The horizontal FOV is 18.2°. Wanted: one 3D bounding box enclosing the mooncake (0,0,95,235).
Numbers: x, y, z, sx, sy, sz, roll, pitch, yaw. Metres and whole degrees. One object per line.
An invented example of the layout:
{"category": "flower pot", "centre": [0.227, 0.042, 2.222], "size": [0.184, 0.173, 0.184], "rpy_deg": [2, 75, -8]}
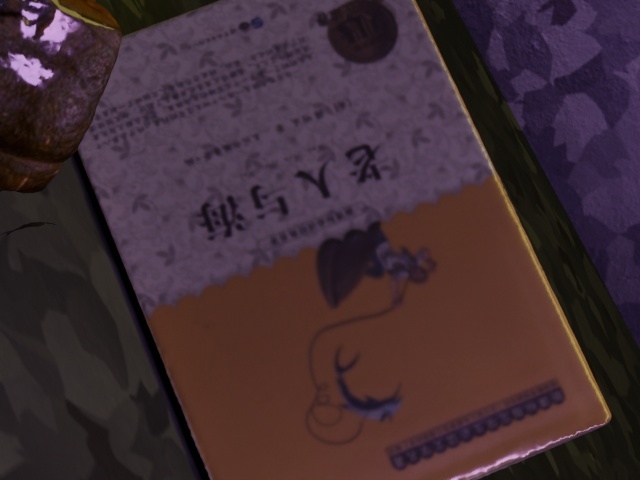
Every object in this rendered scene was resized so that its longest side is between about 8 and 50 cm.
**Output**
{"category": "mooncake", "centre": [-0.183, -0.080, 1.270], "size": [0.057, 0.150, 0.347], "rpy_deg": [42, 4, -21]}

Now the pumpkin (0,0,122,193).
{"category": "pumpkin", "centre": [-0.221, -0.147, 1.121], "size": [0.126, 0.131, 0.248], "rpy_deg": [7, 31, -41]}

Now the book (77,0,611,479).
{"category": "book", "centre": [0.000, 0.000, 1.365], "size": [0.032, 0.269, 0.389], "rpy_deg": [95, -28, -72]}
